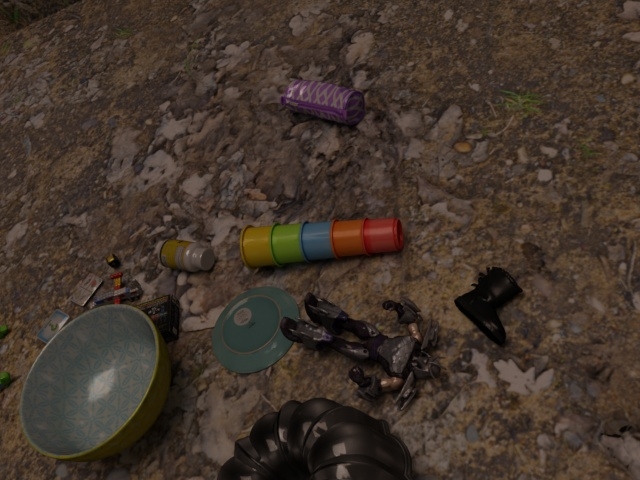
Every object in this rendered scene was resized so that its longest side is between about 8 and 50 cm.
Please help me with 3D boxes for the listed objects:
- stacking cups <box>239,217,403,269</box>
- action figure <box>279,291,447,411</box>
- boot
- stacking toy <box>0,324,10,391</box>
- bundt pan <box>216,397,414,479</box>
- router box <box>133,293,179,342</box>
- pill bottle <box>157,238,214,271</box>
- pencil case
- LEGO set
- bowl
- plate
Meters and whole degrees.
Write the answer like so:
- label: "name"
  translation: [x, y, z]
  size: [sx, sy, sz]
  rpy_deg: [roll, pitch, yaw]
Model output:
- label: "stacking cups"
  translation: [0.000, 0.000, 1.269]
  size: [0.316, 0.096, 0.096]
  rpy_deg: [-6, 53, 22]
- label: "action figure"
  translation: [0.080, 0.176, 1.100]
  size: [0.284, 0.099, 0.185]
  rpy_deg: [16, 54, 29]
- label: "boot"
  translation: [0.295, 0.105, 1.087]
  size: [0.099, 0.045, 0.121]
  rpy_deg: [-36, 48, -8]
- label: "stacking toy"
  translation: [-0.792, 0.300, 1.445]
  size: [0.221, 0.052, 0.167]
  rpy_deg: [-32, 48, -1]
- label: "bundt pan"
  translation: [-0.032, 0.368, 0.931]
  size: [0.330, 0.124, 0.331]
  rpy_deg: [-26, 37, 22]
- label: "router box"
  translation: [-0.354, 0.173, 1.343]
  size: [0.122, 0.038, 0.092]
  rpy_deg: [-18, 50, 12]
- label: "pill bottle"
  translation: [-0.288, 0.034, 1.400]
  size: [0.116, 0.065, 0.065]
  rpy_deg: [8, 59, 29]
- label: "pencil case"
  translation: [0.005, -0.325, 1.517]
  size: [0.206, 0.087, 0.088]
  rpy_deg: [17, 30, 36]
- label: "LEGO set"
  translation: [-0.504, 0.138, 1.430]
  size: [0.182, 0.060, 0.244]
  rpy_deg: [20, 65, 31]
- label: "bowl"
  translation: [-0.383, 0.280, 1.197]
  size: [0.289, 0.156, 0.290]
  rpy_deg: [-13, 51, 16]
- label: "plate"
  translation: [-0.130, 0.165, 1.254]
  size: [0.188, 0.024, 0.188]
  rpy_deg: [-13, 52, 17]
